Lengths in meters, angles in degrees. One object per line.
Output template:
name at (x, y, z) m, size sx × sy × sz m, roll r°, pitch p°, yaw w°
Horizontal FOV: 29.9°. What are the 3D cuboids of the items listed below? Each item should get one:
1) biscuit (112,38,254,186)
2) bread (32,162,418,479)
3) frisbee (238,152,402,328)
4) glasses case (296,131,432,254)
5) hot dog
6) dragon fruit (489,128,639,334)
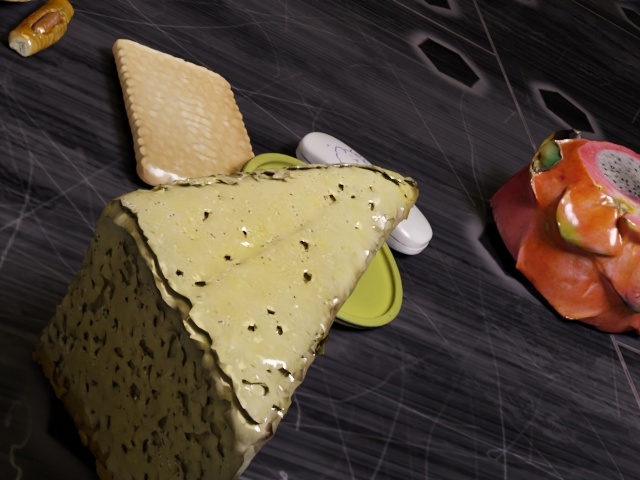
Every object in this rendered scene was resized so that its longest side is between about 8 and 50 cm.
biscuit at (-0.150, -0.128, 1.344) m, size 0.160 × 0.030 × 0.250 m, roll 17°, pitch 35°, yaw -32°
bread at (-0.034, 0.092, 0.939) m, size 0.315 × 0.248 × 0.279 m, roll -3°, pitch 52°, yaw -31°
frisbee at (0.000, 0.000, 1.302) m, size 0.236 × 0.017 × 0.236 m, roll 34°, pitch 31°, yaw -24°
glasses case at (0.052, -0.058, 1.440) m, size 0.197 × 0.049 × 0.076 m, roll 43°, pitch 30°, yaw 10°
hot dog at (-0.307, -0.240, 1.341) m, size 0.044 × 0.028 × 0.137 m, roll 40°, pitch 27°, yaw -9°
dragon fruit at (0.375, -0.028, 1.601) m, size 0.290 × 0.189 × 0.291 m, roll 27°, pitch 30°, yaw -17°
